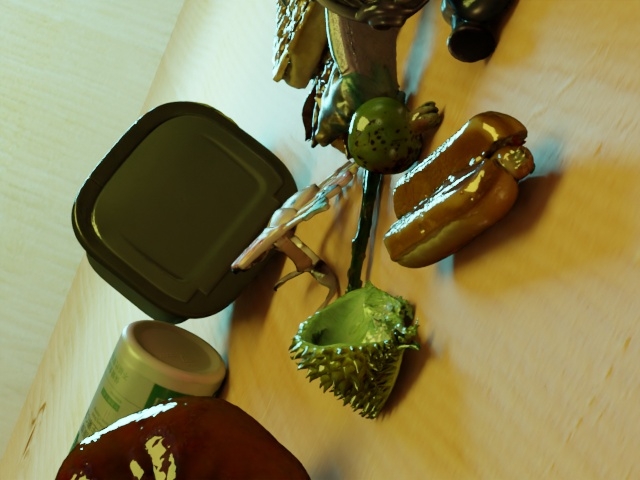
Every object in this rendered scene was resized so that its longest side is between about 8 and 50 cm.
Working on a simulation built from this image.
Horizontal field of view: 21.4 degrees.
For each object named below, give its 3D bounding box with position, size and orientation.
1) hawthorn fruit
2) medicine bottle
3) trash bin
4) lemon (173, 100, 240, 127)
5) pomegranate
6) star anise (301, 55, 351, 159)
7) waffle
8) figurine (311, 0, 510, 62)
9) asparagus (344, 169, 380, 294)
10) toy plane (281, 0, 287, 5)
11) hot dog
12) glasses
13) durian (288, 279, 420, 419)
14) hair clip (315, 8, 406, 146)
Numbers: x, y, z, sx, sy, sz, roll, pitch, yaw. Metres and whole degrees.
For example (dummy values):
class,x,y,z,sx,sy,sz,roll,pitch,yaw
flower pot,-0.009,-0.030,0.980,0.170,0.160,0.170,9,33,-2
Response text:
class,x,y,z,sx,sy,sz,roll,pitch,yaw
hawthorn fruit,-0.116,0.242,1.440,0.261,0.224,0.224,100,-172,-81
medicine bottle,-0.220,0.239,1.994,0.133,0.133,0.274,-103,35,-67
trash bin,-0.168,-0.015,1.992,0.220,0.219,0.250,-50,0,-16
lemon,-0.180,-0.096,2.234,0.193,0.180,0.181,27,96,60
pomegranate,0.067,-0.092,1.523,0.073,0.084,0.073,4,-90,-80
star anise,0.025,-0.158,1.788,0.212,0.053,0.157,-60,16,28
waffle,0.020,-0.322,1.967,0.308,0.091,0.213,-90,24,-56
figurine,0.058,-0.251,1.453,0.145,0.222,0.145,-158,90,-82
asparagus,0.039,0.001,1.571,0.022,0.023,0.233,62,-153,-42
toy plane,-0.032,-0.380,1.941,0.226,0.058,0.226,-10,60,56
hot dog,0.106,-0.034,1.270,0.235,0.062,0.092,146,143,-72
glasses,-0.001,-0.009,1.646,0.162,0.095,0.255,-51,4,1
durian,0.031,0.084,1.371,0.100,0.086,0.215,-54,13,6
hair clip,0.048,-0.249,1.684,0.096,0.110,0.359,108,174,-63
